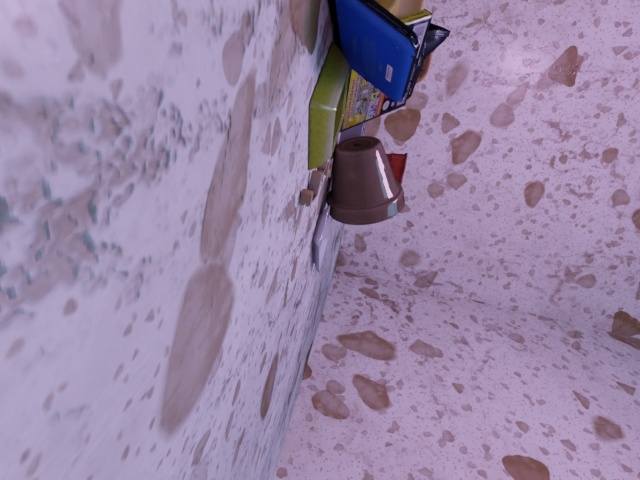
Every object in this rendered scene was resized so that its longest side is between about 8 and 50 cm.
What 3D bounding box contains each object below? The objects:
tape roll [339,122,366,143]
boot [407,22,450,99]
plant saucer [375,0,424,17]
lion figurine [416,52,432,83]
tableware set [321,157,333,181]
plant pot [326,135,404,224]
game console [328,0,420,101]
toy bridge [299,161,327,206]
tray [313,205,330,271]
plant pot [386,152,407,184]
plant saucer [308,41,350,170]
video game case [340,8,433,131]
[{"bbox_3d":[0.122,-0.399,1.468,0.219,0.073,0.219,12,90,-85],"label":"tape roll"},{"bbox_3d":[0.289,-0.552,1.240,0.247,0.094,0.207,-36,152,-44],"label":"boot"},{"bbox_3d":[0.177,-0.577,1.158,0.332,0.081,0.332,-54,168,-18],"label":"plant saucer"},{"bbox_3d":[0.288,-0.665,1.514,0.392,0.142,0.240,47,-28,47],"label":"lion figurine"},{"bbox_3d":[0.020,-0.224,1.082,0.168,0.020,0.140,-67,169,-65],"label":"tableware set"},{"bbox_3d":[0.138,-0.209,1.325,0.263,0.263,0.229,-70,155,-53],"label":"plant pot"},{"bbox_3d":[0.108,-0.428,0.731,0.173,0.250,0.293,-51,177,7],"label":"game console"},{"bbox_3d":[-0.014,-0.128,0.914,0.188,0.026,0.063,-71,174,-52],"label":"toy bridge"},{"bbox_3d":[0.000,0.000,1.372,0.270,0.030,0.145,91,12,-67],"label":"tray"},{"bbox_3d":[0.224,-0.283,1.796,0.272,0.265,0.272,13,90,-84],"label":"plant pot"},{"bbox_3d":[0.020,-0.267,0.827,0.188,0.045,0.188,94,10,-60],"label":"plant saucer"},{"bbox_3d":[0.155,-0.436,1.056,0.248,0.035,0.274,-28,153,-22],"label":"video game case"}]
